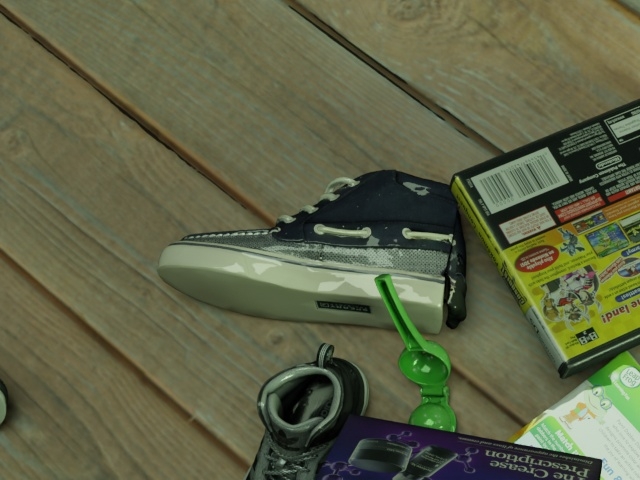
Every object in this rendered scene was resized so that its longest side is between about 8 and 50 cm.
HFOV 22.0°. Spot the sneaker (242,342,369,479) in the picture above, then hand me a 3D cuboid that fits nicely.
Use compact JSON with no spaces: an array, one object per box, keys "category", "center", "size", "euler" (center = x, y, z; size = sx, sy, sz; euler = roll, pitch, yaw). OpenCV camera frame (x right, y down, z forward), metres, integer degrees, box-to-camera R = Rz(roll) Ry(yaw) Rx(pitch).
[{"category":"sneaker","center":[-0.037,0.231,1.709],"size":[0.101,0.153,0.268],"euler":[20,76,16]}]

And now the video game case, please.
[{"category":"video game case","center":[0.314,-0.012,1.756],"size":[0.275,0.035,0.248],"euler":[-22,67,-16]}]

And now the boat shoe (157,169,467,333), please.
[{"category":"boat shoe","center":[0.000,0.000,1.811],"size":[0.340,0.127,0.158],"euler":[8,66,5]}]

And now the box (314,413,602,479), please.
[{"category":"box","center":[0.128,0.271,1.586],"size":[0.261,0.184,0.103],"euler":[9,117,13]}]

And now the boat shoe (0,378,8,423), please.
[{"category":"boat shoe","center":[-0.486,0.130,1.854],"size":[0.302,0.114,0.091],"euler":[18,36,3]}]

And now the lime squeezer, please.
[{"category":"lime squeezer","center":[0.110,0.175,1.733],"size":[0.059,0.110,0.310],"euler":[-6,101,10]}]

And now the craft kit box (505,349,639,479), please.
[{"category":"craft kit box","center":[0.295,0.281,1.686],"size":[0.246,0.061,0.250],"euler":[-37,69,-1]}]
